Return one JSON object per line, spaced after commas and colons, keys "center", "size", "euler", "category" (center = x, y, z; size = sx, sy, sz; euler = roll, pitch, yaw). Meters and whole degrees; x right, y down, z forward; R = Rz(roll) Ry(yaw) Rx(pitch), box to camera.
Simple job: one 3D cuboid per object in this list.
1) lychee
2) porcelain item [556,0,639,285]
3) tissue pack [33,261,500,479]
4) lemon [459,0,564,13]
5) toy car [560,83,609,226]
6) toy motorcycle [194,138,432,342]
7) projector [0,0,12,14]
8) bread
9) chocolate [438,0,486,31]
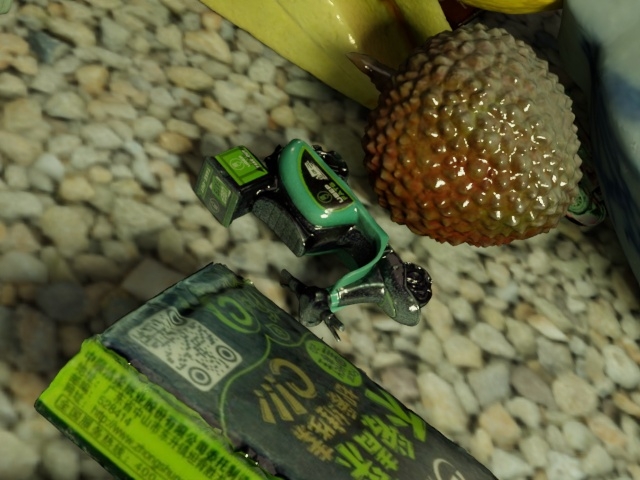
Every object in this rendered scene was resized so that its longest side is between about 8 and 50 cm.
{"center": [0.102, -0.079, 0.840], "size": [0.197, 0.165, 0.165], "euler": [37, 43, 14], "category": "lychee"}
{"center": [0.323, -0.022, 0.839], "size": [0.179, 0.242, 0.405], "euler": [-22, 74, 2], "category": "porcelain item"}
{"center": [-0.014, 0.118, 0.626], "size": [0.235, 0.073, 0.173], "euler": [38, 21, 6], "category": "tissue pack"}
{"center": [0.147, -0.302, 0.884], "size": [0.284, 0.260, 0.260], "euler": [13, 46, -30], "category": "lemon"}
{"center": [0.203, -0.077, 0.973], "size": [0.069, 0.055, 0.142], "euler": [-27, 82, -42], "category": "toy car"}
{"center": [0.000, 0.000, 0.785], "size": [0.100, 0.058, 0.173], "euler": [-27, 67, -35], "category": "toy motorcycle"}
{"center": [-0.270, -0.304, 0.795], "size": [0.108, 0.198, 0.250], "euler": [1, 52, -31], "category": "projector"}
{"center": [-0.022, -0.214, 0.977], "size": [0.264, 0.163, 0.167], "euler": [61, 40, -16], "category": "bread"}
{"center": [0.133, -0.240, 1.095], "size": [0.086, 0.028, 0.182], "euler": [40, 54, 11], "category": "chocolate"}
